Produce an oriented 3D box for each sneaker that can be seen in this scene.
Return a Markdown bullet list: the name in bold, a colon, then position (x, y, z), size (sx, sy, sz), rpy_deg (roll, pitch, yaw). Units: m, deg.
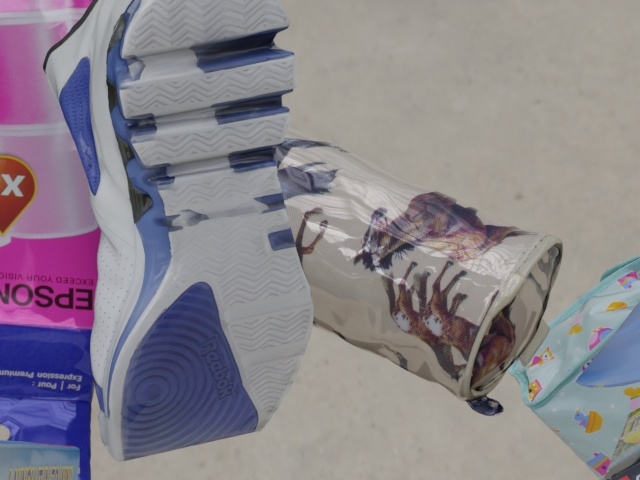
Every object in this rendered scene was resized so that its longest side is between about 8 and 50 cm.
- **sneaker**: position (-0.091, -0.039, 0.961), size (0.127, 0.316, 0.182), rpy_deg (-7, 28, -20)

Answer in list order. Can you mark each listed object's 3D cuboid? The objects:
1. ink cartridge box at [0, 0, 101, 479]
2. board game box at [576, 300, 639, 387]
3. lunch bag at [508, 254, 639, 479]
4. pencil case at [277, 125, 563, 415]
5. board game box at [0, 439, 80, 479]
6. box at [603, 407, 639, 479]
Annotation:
- **ink cartridge box**: position (-0.232, -0.024, 1.027), size (0.175, 0.069, 0.371), rpy_deg (4, 64, -15)
- **board game box**: position (0.200, 0.039, 0.740), size (0.133, 0.033, 0.168), rpy_deg (-26, 6, 35)
- **lunch bag**: position (0.387, 0.151, 1.825), size (0.262, 0.223, 0.160), rpy_deg (-44, 15, 7)
- **pencil case**: position (0.000, 0.000, 1.338), size (0.410, 0.183, 0.160), rpy_deg (23, 66, 22)
- **board game box**: position (-0.187, 0.238, 0.700), size (0.086, 0.308, 0.302), rpy_deg (5, 82, 0)
- **box**: position (0.338, 0.126, 1.214), size (0.233, 0.044, 0.159), rpy_deg (-33, 2, 23)
